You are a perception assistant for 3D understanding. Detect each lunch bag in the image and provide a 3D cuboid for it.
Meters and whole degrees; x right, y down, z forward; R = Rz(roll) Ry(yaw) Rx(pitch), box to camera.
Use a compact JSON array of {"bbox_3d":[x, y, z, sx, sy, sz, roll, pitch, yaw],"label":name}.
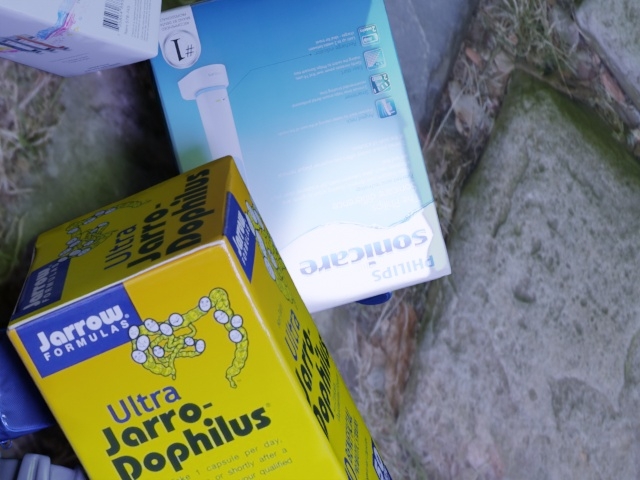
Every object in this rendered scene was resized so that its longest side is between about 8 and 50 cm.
[{"bbox_3d":[-0.264,0.123,1.633,0.067,0.065,0.098,0,79,-51],"label":"lunch bag"}]

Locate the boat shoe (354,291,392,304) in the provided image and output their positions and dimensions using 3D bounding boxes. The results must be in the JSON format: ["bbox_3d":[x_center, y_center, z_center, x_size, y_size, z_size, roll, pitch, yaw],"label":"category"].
[{"bbox_3d":[0.000,0.000,1.942,0.183,0.066,0.066,35,47,-40],"label":"boat shoe"}]

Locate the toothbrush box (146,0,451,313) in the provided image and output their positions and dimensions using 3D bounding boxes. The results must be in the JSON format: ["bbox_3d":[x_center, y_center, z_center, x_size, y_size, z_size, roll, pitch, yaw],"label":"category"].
[{"bbox_3d":[-0.026,-0.086,1.795,0.216,0.126,0.296,-16,97,-5],"label":"toothbrush box"}]

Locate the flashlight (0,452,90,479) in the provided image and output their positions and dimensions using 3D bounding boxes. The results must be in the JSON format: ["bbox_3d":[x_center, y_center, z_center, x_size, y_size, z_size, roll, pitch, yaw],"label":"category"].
[{"bbox_3d":[-0.252,0.327,1.591,0.103,0.103,0.304,19,69,-36],"label":"flashlight"}]

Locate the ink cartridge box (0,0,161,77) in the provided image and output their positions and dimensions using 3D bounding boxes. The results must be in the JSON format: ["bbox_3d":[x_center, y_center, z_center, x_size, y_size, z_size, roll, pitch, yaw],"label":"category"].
[{"bbox_3d":[-0.237,-0.225,1.661,0.176,0.127,0.128,16,74,-45],"label":"ink cartridge box"}]

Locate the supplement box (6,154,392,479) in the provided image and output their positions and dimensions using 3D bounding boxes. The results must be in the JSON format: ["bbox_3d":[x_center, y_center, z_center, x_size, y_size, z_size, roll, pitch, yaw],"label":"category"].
[{"bbox_3d":[-0.088,0.145,1.668,0.194,0.195,0.357,-92,157,-67],"label":"supplement box"}]
